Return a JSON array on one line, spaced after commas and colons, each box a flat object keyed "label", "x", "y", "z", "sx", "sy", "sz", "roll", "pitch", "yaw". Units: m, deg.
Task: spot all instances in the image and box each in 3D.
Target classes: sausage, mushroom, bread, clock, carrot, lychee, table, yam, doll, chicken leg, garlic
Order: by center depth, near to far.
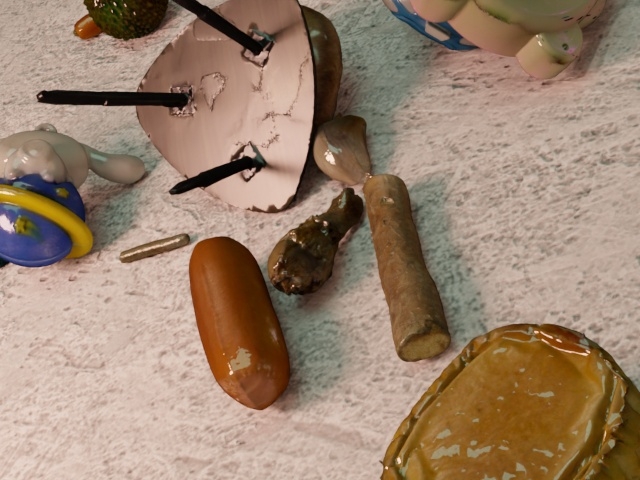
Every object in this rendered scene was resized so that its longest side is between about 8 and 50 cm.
[{"label": "bread", "x": 0.191, "y": 0.208, "z": 1.130, "sx": 0.253, "sy": 0.142, "sz": 0.227, "roll": -43, "pitch": 38, "yaw": -15}, {"label": "yam", "x": 0.097, "y": 0.025, "z": 1.445, "sx": 0.066, "sy": 0.066, "sz": 0.299, "roll": -25, "pitch": 40, "yaw": 12}, {"label": "sausage", "x": -0.103, "y": 0.098, "z": 1.477, "sx": 0.105, "sy": 0.105, "sz": 0.274, "roll": -30, "pitch": 38, "yaw": 6}, {"label": "chicken leg", "x": -0.002, "y": 0.001, "z": 1.533, "sx": 0.069, "sy": 0.085, "sz": 0.198, "roll": -28, "pitch": 18, "yaw": 48}, {"label": "clock", "x": 0.254, "y": -0.378, "z": 1.593, "sx": 0.114, "sy": 0.284, "sz": 0.309, "roll": -44, "pitch": 23, "yaw": 56}, {"label": "table", "x": -0.200, "y": -0.188, "z": 1.601, "sx": 0.317, "sy": 0.249, "sz": 0.317, "roll": 2, "pitch": 94, "yaw": 30}, {"label": "garlic", "x": 0.028, "y": -0.124, "z": 1.643, "sx": 0.084, "sy": 0.066, "sz": 0.152, "roll": -21, "pitch": 38, "yaw": 13}, {"label": "yam", "x": -0.239, "y": 0.011, "z": 1.731, "sx": 0.116, "sy": 0.021, "sz": 0.021, "roll": -17, "pitch": 42, "yaw": 23}, {"label": "mushroom", "x": -0.090, "y": -0.228, "z": 1.768, "sx": 0.278, "sy": 0.146, "sz": 0.278, "roll": -9, "pitch": 67, "yaw": 22}, {"label": "doll", "x": -0.455, "y": -0.090, "z": 1.803, "sx": 0.311, "sy": 0.159, "sz": 0.242, "roll": 20, "pitch": 70, "yaw": 5}, {"label": "lychee", "x": -0.360, "y": -0.447, "z": 2.176, "sx": 0.171, "sy": 0.171, "sz": 0.171, "roll": -20, "pitch": 41, "yaw": 18}, {"label": "carrot", "x": -0.367, "y": -0.461, "z": 2.293, "sx": 0.248, "sy": 0.043, "sz": 0.043, "roll": -36, "pitch": 39, "yaw": -4}]

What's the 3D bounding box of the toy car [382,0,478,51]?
[{"label": "toy car", "x": 0.172, "y": -0.390, "z": 1.737, "sx": 0.166, "sy": 0.198, "sz": 0.314, "roll": -43, "pitch": 27, "yaw": 49}]

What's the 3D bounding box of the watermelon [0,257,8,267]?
[{"label": "watermelon", "x": -0.595, "y": -0.039, "z": 1.937, "sx": 0.136, "sy": 0.207, "sz": 0.202, "roll": -17, "pitch": 17, "yaw": -20}]
